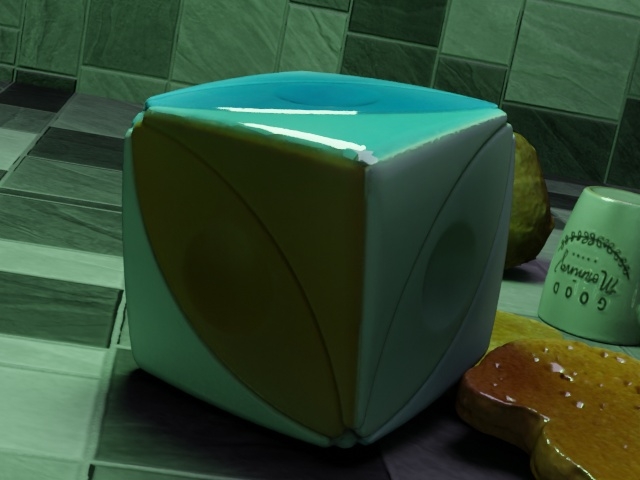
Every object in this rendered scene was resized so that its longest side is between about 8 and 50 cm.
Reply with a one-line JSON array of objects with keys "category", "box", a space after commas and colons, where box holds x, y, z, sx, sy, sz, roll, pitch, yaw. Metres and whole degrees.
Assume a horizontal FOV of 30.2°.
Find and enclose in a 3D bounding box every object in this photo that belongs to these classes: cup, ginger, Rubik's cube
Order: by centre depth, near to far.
[{"category": "Rubik's cube", "box": [0.000, 0.000, 1.390, 0.352, 0.347, 0.351, 14, 22, 30]}, {"category": "cup", "box": [0.506, 0.049, 1.956, 0.186, 0.234, 0.258, -3, 21, -46]}, {"category": "ginger", "box": [0.333, -0.064, 2.239, 0.200, 0.269, 0.223, -21, 58, -24]}]

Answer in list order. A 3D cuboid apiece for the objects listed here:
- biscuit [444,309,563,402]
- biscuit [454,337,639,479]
[{"category": "biscuit", "box": [0.244, 0.174, 1.585, 0.269, 0.051, 0.376, 15, 17, 11]}, {"category": "biscuit", "box": [0.374, 0.237, 1.312, 0.350, 0.078, 0.455, -6, 28, -33]}]
